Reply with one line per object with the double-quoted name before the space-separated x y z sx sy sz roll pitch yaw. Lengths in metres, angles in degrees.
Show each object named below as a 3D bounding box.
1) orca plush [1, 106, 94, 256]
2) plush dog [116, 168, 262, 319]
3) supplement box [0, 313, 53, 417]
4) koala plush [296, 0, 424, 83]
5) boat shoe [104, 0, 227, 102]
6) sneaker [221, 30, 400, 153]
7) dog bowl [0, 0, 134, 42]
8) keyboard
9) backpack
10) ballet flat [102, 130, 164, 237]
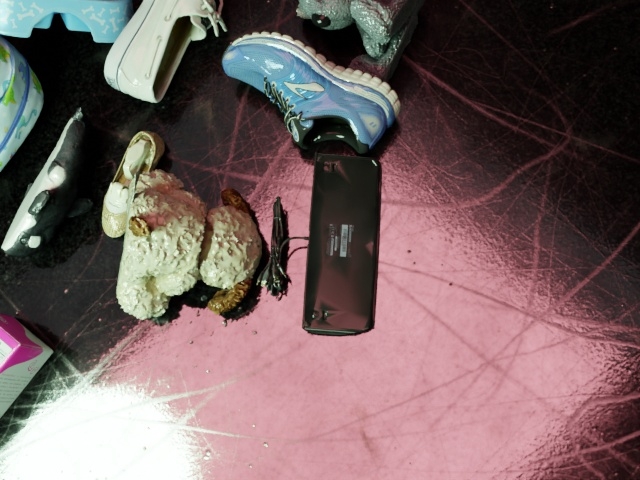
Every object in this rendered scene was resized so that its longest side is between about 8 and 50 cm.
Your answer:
"orca plush" -0.463 -0.091 1.224 0.151 0.102 0.287 -14 54 49
"plush dog" -0.207 0.001 1.115 0.225 0.210 0.262 8 76 -19
"supplement box" -0.575 0.235 1.116 0.114 0.111 0.220 36 81 15
"koala plush" 0.055 -0.420 1.191 0.221 0.196 0.203 25 68 13
"boat shoe" -0.242 -0.416 1.242 0.156 0.136 0.367 28 83 13
"sneaker" -0.034 -0.252 1.177 0.330 0.130 0.147 25 77 12
"dog bowl" -0.481 -0.432 1.217 0.297 0.074 0.166 -6 42 -30
"keyboard" 0.000 0.000 1.152 0.202 0.033 0.317 5 75 -2
"backpack" -0.670 -0.221 1.199 0.290 0.273 0.355 38 69 22
"ballet flat" -0.346 -0.107 1.205 0.073 0.067 0.206 16 78 9
